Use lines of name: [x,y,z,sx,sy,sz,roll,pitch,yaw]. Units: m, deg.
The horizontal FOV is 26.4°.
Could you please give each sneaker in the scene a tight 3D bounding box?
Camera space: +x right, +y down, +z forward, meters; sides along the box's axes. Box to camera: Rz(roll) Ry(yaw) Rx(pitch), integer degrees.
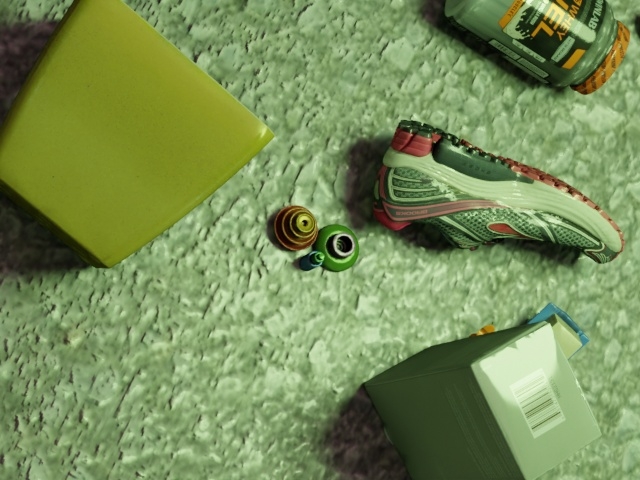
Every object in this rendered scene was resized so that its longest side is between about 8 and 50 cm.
sneaker: [0.193,-0.034,1.481,0.299,0.121,0.112,19,102,-19]

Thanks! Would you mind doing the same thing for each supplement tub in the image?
supplement tub: [0.245,-0.249,1.531,0.190,0.117,0.117,29,70,-15]

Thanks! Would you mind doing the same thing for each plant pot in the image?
plant pot: [-0.199,-0.088,1.275,0.212,0.212,0.187,40,80,-11]

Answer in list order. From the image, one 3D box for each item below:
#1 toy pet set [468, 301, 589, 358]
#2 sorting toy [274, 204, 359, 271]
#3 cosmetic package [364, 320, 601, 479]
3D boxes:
toy pet set: [0.226,0.121,1.493,0.122,0.065,0.114,44,102,-6]
sorting toy: [0.000,0.000,1.419,0.102,0.042,0.061,22,72,-18]
cosmetic package: [0.152,0.165,1.344,0.107,0.238,0.127,-27,93,-22]
